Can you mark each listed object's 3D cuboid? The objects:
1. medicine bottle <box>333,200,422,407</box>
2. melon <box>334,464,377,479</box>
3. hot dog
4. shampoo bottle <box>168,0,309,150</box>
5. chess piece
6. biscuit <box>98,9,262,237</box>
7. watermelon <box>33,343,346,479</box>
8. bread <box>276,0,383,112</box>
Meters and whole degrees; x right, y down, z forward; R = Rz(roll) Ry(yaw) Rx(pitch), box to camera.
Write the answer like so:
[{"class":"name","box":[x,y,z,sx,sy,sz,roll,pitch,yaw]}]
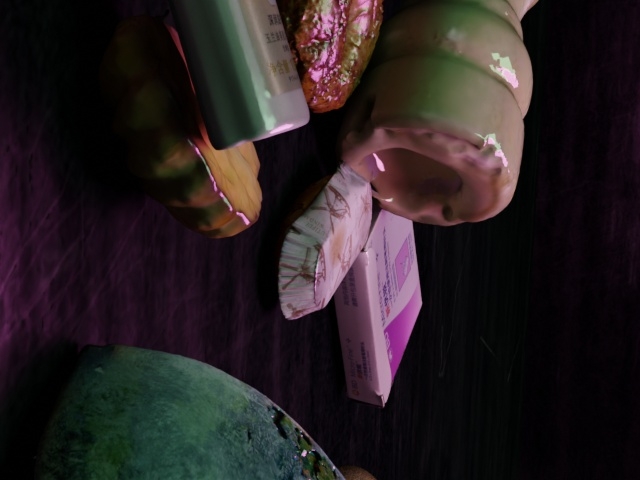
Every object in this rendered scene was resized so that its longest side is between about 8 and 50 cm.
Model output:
[{"class":"medicine bottle","box":[0.054,0.040,1.316,0.171,0.052,0.201,-63,152,-51]},{"class":"melon","box":[0.014,0.258,1.158,0.162,0.099,0.099,-44,136,-71]},{"class":"hot dog","box":[0.000,0.000,1.113,0.192,0.053,0.099,-57,147,-53]},{"class":"shampoo bottle","box":[-0.064,-0.166,0.712,0.086,0.056,0.227,-37,112,-75]},{"class":"chess piece","box":[0.143,-0.243,1.255,0.234,0.234,0.442,69,33,-57]},{"class":"biscuit","box":[-0.083,-0.058,0.775,0.183,0.061,0.118,50,26,-67]},{"class":"watermelon","box":[-0.066,0.235,0.702,0.175,0.188,0.321,-65,152,-69]},{"class":"bread","box":[0.012,-0.195,1.074,0.193,0.064,0.193,9,90,-75]}]
